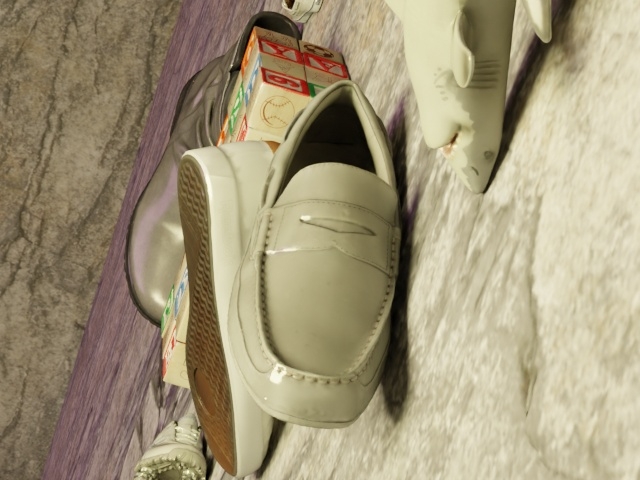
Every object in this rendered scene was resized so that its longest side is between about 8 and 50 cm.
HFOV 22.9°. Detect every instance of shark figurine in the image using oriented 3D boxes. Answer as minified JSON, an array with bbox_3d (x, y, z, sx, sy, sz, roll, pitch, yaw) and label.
[{"bbox_3d":[0.106,-0.151,0.830,0.278,0.116,0.166,116,133,-70],"label":"shark figurine"}]

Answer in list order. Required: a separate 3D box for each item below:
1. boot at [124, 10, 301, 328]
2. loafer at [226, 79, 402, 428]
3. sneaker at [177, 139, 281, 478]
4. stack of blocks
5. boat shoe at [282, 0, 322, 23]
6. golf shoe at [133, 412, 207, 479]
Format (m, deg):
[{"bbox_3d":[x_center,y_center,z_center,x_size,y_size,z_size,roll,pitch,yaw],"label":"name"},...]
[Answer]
[{"bbox_3d":[-0.121,-0.077,1.746,0.223,0.118,0.338,150,131,-66],"label":"boot"},{"bbox_3d":[0.000,0.000,1.068,0.319,0.112,0.111,-91,12,-56],"label":"loafer"},{"bbox_3d":[-0.040,0.058,1.276,0.106,0.123,0.290,39,135,52],"label":"sneaker"},{"bbox_3d":[-0.062,-0.025,1.442,0.171,0.087,0.297,-102,30,-66],"label":"stack of blocks"},{"bbox_3d":[-0.024,-0.257,1.699,0.100,0.035,0.035,-168,94,-78],"label":"boat shoe"},{"bbox_3d":[-0.147,0.210,1.595,0.176,0.069,0.086,140,150,-68],"label":"golf shoe"}]
